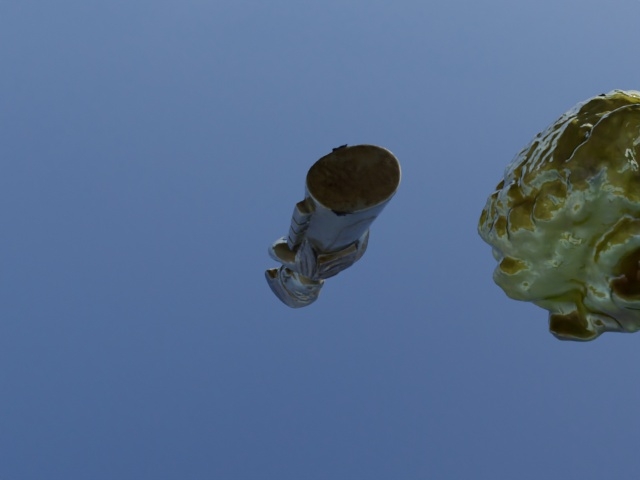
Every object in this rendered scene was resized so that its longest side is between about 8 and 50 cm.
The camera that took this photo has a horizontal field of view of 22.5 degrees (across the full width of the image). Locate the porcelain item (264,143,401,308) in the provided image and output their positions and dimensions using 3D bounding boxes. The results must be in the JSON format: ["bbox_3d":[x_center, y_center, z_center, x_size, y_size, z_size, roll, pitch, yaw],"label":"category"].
[{"bbox_3d":[0.000,0.000,1.240,0.084,0.213,0.054,-18,-109,-22],"label":"porcelain item"}]

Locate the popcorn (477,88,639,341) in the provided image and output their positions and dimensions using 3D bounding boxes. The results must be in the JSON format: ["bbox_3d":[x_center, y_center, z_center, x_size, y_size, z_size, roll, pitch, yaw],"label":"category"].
[{"bbox_3d":[0.273,-0.028,1.361,0.286,0.225,0.173,-5,-134,30],"label":"popcorn"}]
